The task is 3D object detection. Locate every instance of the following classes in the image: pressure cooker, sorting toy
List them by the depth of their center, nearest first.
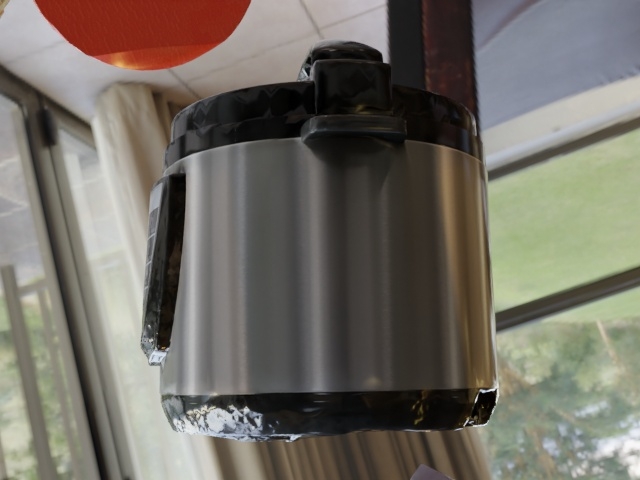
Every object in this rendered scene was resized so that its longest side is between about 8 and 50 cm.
[{"bbox_3d":[-0.159,-0.257,0.492,0.127,0.365,0.126,-27,-174,-14],"label":"sorting toy"},{"bbox_3d":[0.006,0.000,0.975,0.370,0.420,0.375,-7,169,38],"label":"pressure cooker"}]

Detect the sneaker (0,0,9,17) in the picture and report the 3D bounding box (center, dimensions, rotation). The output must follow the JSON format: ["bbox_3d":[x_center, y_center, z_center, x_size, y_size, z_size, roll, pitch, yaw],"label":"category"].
[{"bbox_3d":[-0.301,-0.249,0.686,0.083,0.084,0.215,10,136,9],"label":"sneaker"}]

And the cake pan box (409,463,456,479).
[{"bbox_3d":[0.047,0.318,0.617,0.267,0.070,0.246,-51,149,-29],"label":"cake pan box"}]
